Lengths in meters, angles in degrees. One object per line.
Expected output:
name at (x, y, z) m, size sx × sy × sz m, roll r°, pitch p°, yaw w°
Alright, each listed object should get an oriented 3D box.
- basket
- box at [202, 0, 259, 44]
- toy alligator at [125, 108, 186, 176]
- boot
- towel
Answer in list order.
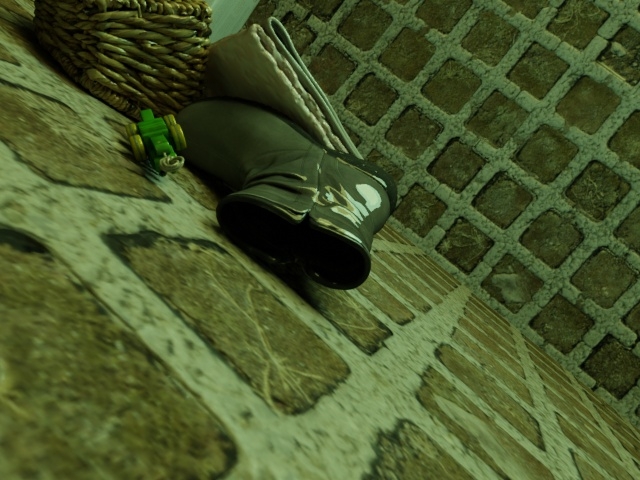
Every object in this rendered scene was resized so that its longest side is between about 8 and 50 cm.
basket at (-0.314, -0.284, 0.877) m, size 0.214 × 0.222 × 0.299 m, roll -9°, pitch 37°, yaw -31°
box at (-0.243, -0.531, 1.192) m, size 0.168 × 0.215 × 0.345 m, roll 37°, pitch 10°, yaw -7°
toy alligator at (-0.176, -0.096, 0.639) m, size 0.189 × 0.056 × 0.051 m, roll -130°, pitch -154°, yaw -52°
boot at (-0.074, -0.074, 0.701) m, size 0.339 × 0.118 × 0.222 m, roll 20°, pitch 28°, yaw 11°
towel at (-0.063, -0.176, 0.915) m, size 0.331 × 0.053 × 0.317 m, roll 54°, pitch -19°, yaw -24°
